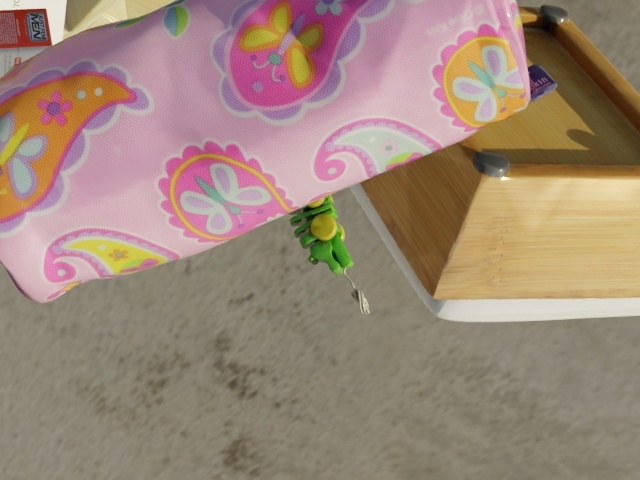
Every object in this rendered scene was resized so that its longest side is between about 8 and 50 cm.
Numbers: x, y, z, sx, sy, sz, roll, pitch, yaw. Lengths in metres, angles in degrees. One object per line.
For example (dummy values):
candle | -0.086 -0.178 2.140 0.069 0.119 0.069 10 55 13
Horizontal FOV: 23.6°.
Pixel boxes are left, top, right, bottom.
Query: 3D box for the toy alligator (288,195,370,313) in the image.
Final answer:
toy alligator | 0.000 0.000 1.670 0.051 0.056 0.190 -21 76 8

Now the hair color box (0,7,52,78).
hair color box | -0.302 -0.157 1.297 0.141 0.072 0.043 -4 63 -16

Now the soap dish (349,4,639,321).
soap dish | 0.133 -0.069 1.105 0.229 0.118 0.291 0 37 -24

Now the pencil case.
pencil case | -0.036 -0.071 0.747 0.284 0.124 0.124 -24 79 3

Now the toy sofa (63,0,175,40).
toy sofa | -0.187 -0.239 1.912 0.362 0.177 0.150 24 36 -40

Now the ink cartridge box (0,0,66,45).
ink cartridge box | -0.341 -0.249 1.592 0.082 0.140 0.191 -13 43 -32
